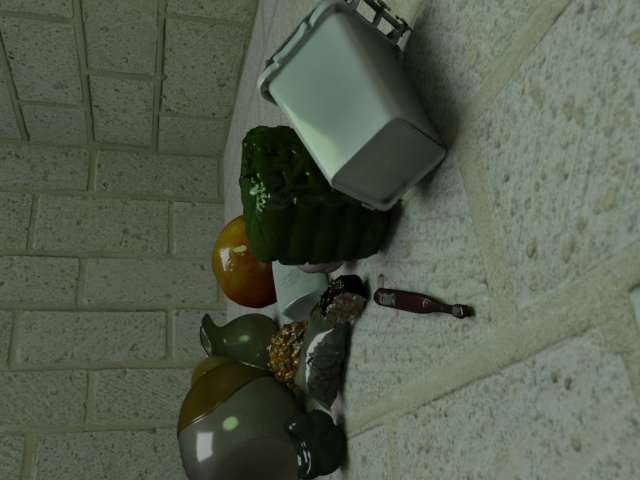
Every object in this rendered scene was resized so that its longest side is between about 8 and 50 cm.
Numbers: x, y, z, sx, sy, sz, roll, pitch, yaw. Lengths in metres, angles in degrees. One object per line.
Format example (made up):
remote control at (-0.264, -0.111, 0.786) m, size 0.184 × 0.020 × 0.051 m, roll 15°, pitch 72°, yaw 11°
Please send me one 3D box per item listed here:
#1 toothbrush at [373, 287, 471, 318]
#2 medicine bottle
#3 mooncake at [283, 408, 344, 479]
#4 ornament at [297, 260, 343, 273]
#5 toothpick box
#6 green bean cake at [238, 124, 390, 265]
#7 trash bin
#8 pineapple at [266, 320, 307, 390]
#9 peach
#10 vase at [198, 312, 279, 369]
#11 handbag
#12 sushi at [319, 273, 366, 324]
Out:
toothbrush at (0.182, 0.118, 1.139) m, size 0.364 × 0.041 × 0.040 m, roll 174°, pitch 98°, yaw -73°
medicine bottle at (-0.066, 0.091, 1.814) m, size 0.161 × 0.111 × 0.296 m, roll -35°, pitch 45°, yaw 20°
mooncake at (-0.021, 0.528, 1.554) m, size 0.168 × 0.175 × 0.104 m, roll -49°, pitch -3°, yaw -23°
ornament at (0.000, 0.000, 1.546) m, size 0.177 × 0.178 × 0.177 m, roll -178°, pitch 90°, yaw -74°
toothpick box at (-0.247, 0.594, 1.910) m, size 0.425 × 0.410 × 0.408 m, roll -130°, pitch 44°, yaw -59°
green bean cake at (-0.023, -0.119, 1.349) m, size 0.218 × 0.336 × 0.319 m, roll 107°, pitch 155°, yaw -44°
trash bin at (0.079, -0.271, 1.155) m, size 0.296 × 0.256 × 0.367 m, roll -42°, pitch 49°, yaw 23°
pineapple at (-0.090, 0.340, 1.879) m, size 0.164 × 0.140 × 0.249 m, roll 127°, pitch 145°, yaw -61°
peach at (-0.215, 0.061, 2.031) m, size 0.308 × 0.308 × 0.332 m, roll -144°, pitch 60°, yaw -71°
vase at (-0.321, 0.450, 2.352) m, size 0.241 × 0.303 × 0.328 m, roll 131°, pitch 137°, yaw -64°
handbag at (0.005, 0.309, 1.592) m, size 0.183 × 0.117 × 0.270 m, roll 28°, pitch 107°, yaw 56°
sushi at (0.056, 0.146, 1.470) m, size 0.150 × 0.091 × 0.078 m, roll -52°, pitch 30°, yaw 45°
